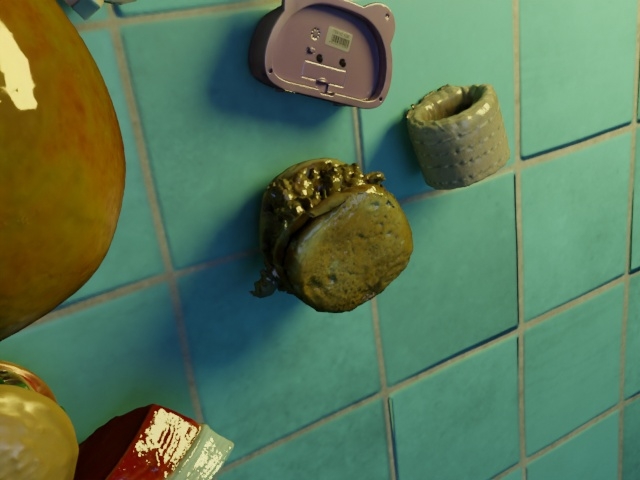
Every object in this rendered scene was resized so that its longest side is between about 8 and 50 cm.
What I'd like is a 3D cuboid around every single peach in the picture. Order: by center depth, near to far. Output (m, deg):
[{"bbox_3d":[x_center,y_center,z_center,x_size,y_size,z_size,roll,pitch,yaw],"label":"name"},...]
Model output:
[{"bbox_3d":[-0.276,-0.062,0.424,0.308,0.308,0.332,-50,157,-10],"label":"peach"}]

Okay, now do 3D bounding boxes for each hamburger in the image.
[{"bbox_3d":[-0.292,0.184,0.586,0.162,0.115,0.162,-9,110,-27],"label":"hamburger"},{"bbox_3d":[0.000,0.000,0.715,0.185,0.131,0.159,-38,130,-10],"label":"hamburger"}]

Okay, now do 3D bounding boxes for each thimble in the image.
[{"bbox_3d":[0.160,-0.123,0.791,0.115,0.102,0.090,-53,130,-44],"label":"thimble"}]

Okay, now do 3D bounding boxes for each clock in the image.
[{"bbox_3d":[0.003,-0.199,0.698,0.152,0.050,0.110,6,101,-34],"label":"clock"}]

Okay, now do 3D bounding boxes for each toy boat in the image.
[{"bbox_3d":[-0.219,0.297,0.644,0.332,0.145,0.133,-44,112,-9],"label":"toy boat"}]

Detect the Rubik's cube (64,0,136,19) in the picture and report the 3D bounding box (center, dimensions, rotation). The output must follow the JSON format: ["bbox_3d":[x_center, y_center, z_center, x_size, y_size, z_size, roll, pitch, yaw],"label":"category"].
[{"bbox_3d":[-0.192,-0.224,0.552,0.073,0.075,0.084,-23,154,-25],"label":"Rubik's cube"}]
